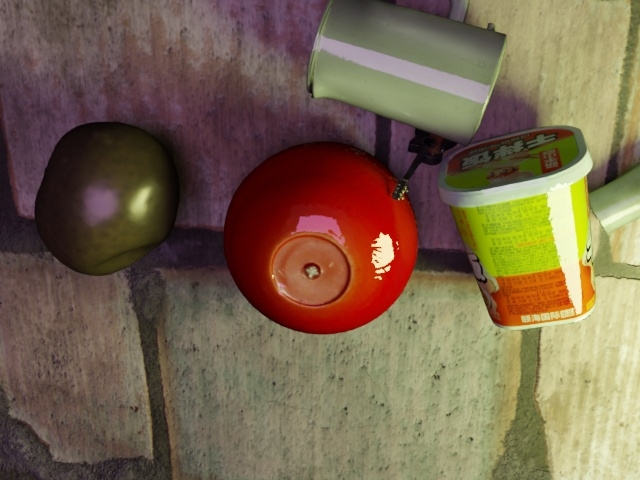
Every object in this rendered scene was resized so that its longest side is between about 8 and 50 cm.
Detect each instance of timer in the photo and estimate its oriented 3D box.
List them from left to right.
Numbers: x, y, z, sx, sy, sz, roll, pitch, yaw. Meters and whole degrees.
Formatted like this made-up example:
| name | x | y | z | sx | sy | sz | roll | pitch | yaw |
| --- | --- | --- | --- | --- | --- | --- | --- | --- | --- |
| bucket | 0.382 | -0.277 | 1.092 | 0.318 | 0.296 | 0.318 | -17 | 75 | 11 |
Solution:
| name | x | y | z | sx | sy | sz | roll | pitch | yaw |
| --- | --- | --- | --- | --- | --- | --- | --- | --- | --- |
| timer | 0.000 | 0.000 | 1.366 | 0.378 | 0.279 | 0.378 | 3 | 112 | 8 |

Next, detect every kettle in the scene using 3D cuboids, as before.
| name | x | y | z | sx | sy | sz | roll | pitch | yaw |
| --- | --- | --- | --- | --- | --- | --- | --- | --- | --- |
| kettle | 0.159 | -0.339 | 1.254 | 0.318 | 0.205 | 0.265 | 19 | 115 | 7 |

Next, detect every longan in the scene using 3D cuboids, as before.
| name | x | y | z | sx | sy | sz | roll | pitch | yaw |
| --- | --- | --- | --- | --- | --- | --- | --- | --- | --- |
| longan | -0.439 | -0.080 | 1.429 | 0.288 | 0.288 | 0.350 | 44 | 121 | -6 |

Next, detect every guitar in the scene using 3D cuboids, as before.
| name | x | y | z | sx | sy | sz | roll | pitch | yaw |
| --- | --- | --- | --- | --- | --- | --- | --- | --- | --- |
| guitar | 0.187 | -0.153 | 1.309 | 0.088 | 0.233 | 0.025 | 24 | 145 | 15 |

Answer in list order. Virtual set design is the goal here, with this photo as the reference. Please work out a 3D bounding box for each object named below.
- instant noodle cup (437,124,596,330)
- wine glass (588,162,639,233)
| name | x | y | z | sx | sy | sz | roll | pitch | yaw |
| --- | --- | --- | --- | --- | --- | --- | --- | --- | --- |
| instant noodle cup | 0.382 | -0.017 | 1.303 | 0.294 | 0.294 | 0.308 | -13 | 113 | 16 |
| wine glass | 0.616 | -0.101 | 1.297 | 0.231 | 0.103 | 0.103 | -31 | 101 | 22 |
